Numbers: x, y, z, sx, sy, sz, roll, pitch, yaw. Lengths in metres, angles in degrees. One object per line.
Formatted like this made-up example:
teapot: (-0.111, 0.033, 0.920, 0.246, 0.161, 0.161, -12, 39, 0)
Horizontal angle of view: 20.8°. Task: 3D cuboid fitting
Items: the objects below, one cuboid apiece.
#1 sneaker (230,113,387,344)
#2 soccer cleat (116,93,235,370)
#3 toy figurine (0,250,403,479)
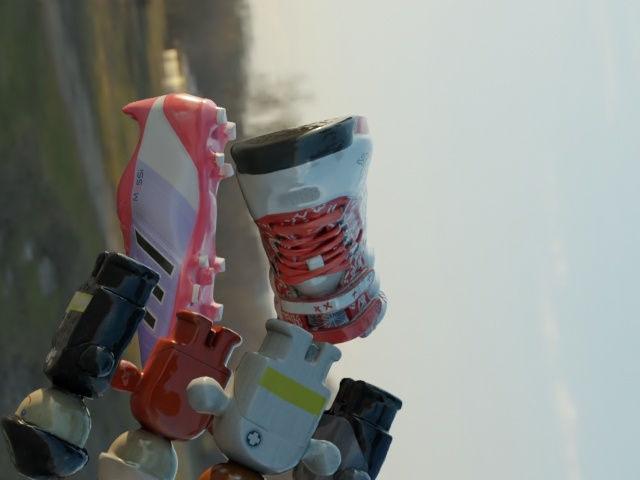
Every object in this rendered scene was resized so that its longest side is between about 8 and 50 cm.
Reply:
sneaker: (0.001, 0.000, 1.161, 0.270, 0.090, 0.145, 109, -32, -89)
soccer cleat: (-0.127, -0.001, 1.403, 0.083, 0.095, 0.248, 54, 41, -69)
toy figurine: (-0.072, 0.121, 1.110, 0.148, 0.210, 0.213, -65, 157, -10)
